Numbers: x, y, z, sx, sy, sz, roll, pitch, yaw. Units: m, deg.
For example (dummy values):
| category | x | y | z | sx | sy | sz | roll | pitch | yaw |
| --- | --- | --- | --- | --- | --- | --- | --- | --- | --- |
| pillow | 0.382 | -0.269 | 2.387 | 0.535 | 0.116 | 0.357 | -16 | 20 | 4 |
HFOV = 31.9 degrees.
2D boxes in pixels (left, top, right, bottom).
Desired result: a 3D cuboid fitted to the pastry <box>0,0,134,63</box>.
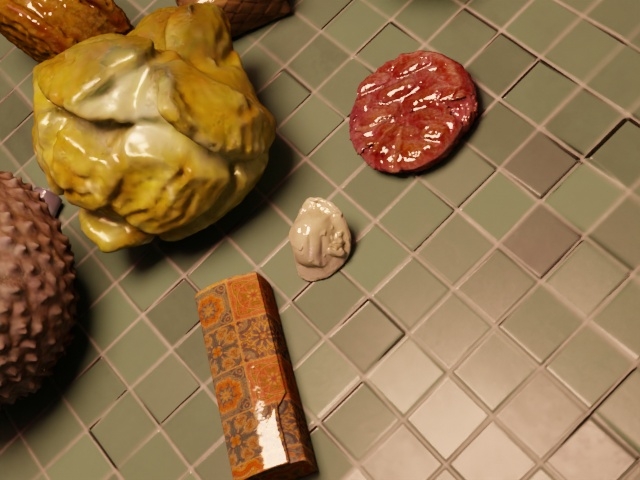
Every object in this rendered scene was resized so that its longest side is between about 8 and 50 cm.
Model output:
| category | x | y | z | sx | sy | sz | roll | pitch | yaw |
| --- | --- | --- | --- | --- | --- | --- | --- | --- | --- |
| pastry | -0.327 | -0.274 | 1.391 | 0.188 | 0.189 | 0.103 | 28 | 79 | 34 |

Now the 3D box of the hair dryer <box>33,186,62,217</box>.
| category | x | y | z | sx | sy | sz | roll | pitch | yaw |
| --- | --- | --- | --- | --- | --- | --- | --- | --- | --- |
| hair dryer | -0.371 | -0.034 | 1.367 | 0.114 | 0.037 | 0.063 | 9 | 68 | 37 |

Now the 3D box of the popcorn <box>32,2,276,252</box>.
| category | x | y | z | sx | sy | sz | roll | pitch | yaw |
| --- | --- | --- | --- | --- | --- | --- | --- | --- | --- |
| popcorn | -0.186 | -0.137 | 1.222 | 0.225 | 0.276 | 0.276 | -50 | 45 | 37 |

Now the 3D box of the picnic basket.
| category | x | y | z | sx | sy | sz | roll | pitch | yaw |
| --- | --- | --- | --- | --- | --- | --- | --- | --- | --- |
| picnic basket | -0.123 | -0.342 | 1.363 | 0.137 | 0.128 | 0.178 | -20 | 73 | 10 |

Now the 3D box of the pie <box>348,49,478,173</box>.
| category | x | y | z | sx | sy | sz | roll | pitch | yaw |
| --- | --- | --- | --- | --- | --- | --- | --- | --- | --- |
| pie | 0.099 | -0.139 | 1.207 | 0.154 | 0.036 | 0.154 | -11 | 60 | 19 |

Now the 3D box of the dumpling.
| category | x | y | z | sx | sy | sz | roll | pitch | yaw |
| --- | --- | --- | --- | --- | --- | --- | --- | --- | --- |
| dumpling | -0.001 | 0.000 | 1.163 | 0.057 | 0.052 | 0.076 | 5 | 66 | 32 |

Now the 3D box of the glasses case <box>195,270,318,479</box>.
| category | x | y | z | sx | sy | sz | roll | pitch | yaw |
| --- | --- | --- | --- | --- | --- | --- | --- | --- | --- |
| glasses case | -0.068 | 0.138 | 1.118 | 0.075 | 0.049 | 0.218 | -24 | 56 | 11 |

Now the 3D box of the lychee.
| category | x | y | z | sx | sy | sz | roll | pitch | yaw |
| --- | --- | --- | --- | --- | --- | --- | --- | --- | --- |
| lychee | -0.409 | 0.051 | 1.192 | 0.300 | 0.300 | 0.300 | -11 | 59 | 19 |
